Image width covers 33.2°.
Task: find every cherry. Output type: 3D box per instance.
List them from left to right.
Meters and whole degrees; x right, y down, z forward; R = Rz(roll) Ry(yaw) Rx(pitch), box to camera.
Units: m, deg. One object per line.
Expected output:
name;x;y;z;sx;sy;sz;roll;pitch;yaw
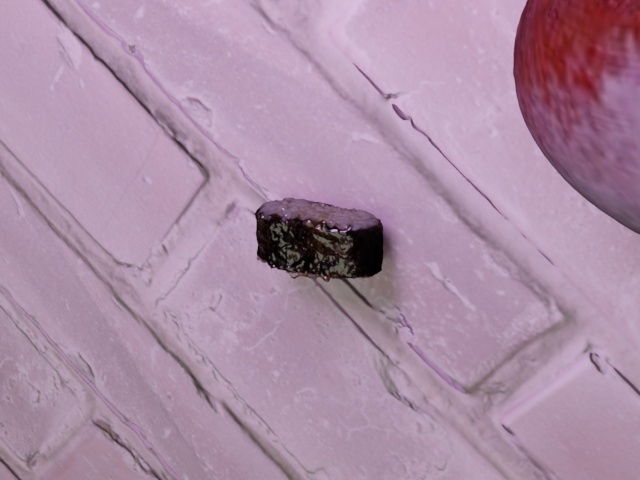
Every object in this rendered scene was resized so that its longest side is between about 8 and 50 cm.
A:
cherry;0.318;-0.129;0.830;0.326;0.291;0.335;36;154;-8

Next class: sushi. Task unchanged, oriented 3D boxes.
sushi;0.000;0.000;1.213;0.150;0.090;0.078;8;110;23
